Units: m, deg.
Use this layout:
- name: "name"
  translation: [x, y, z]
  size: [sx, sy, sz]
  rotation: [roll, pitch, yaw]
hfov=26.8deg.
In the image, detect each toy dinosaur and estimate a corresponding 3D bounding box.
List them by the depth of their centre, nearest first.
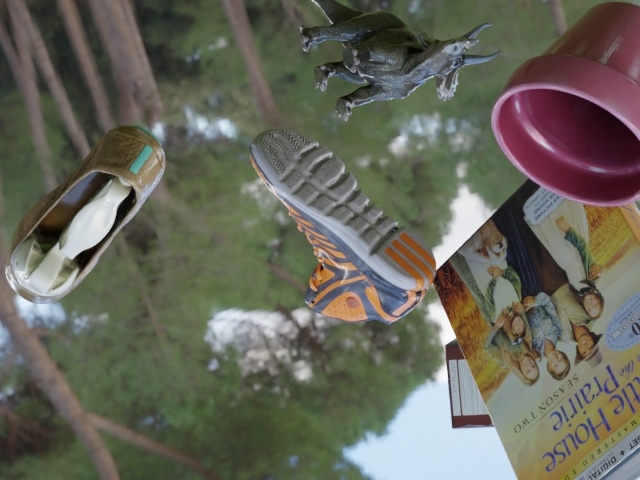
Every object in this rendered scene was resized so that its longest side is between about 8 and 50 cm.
- name: "toy dinosaur"
  translation: [0.072, -0.237, 1.703]
  size: [0.160, 0.121, 0.313]
  rotation: [-15, -152, -26]

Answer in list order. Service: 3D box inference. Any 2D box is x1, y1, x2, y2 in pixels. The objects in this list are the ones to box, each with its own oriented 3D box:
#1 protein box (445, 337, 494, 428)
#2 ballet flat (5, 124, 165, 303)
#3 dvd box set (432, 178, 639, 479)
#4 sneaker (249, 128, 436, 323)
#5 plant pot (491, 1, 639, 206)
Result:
- name: "protein box"
  translation: [0.318, 0.217, 2.163]
  size: [0.201, 0.136, 0.200]
  rotation: [-4, 180, 14]
- name: "ballet flat"
  translation: [-0.316, -0.006, 1.714]
  size: [0.342, 0.116, 0.124]
  rotation: [-42, -160, 31]
- name: "dvd box set"
  translation: [0.318, 0.113, 1.711]
  size: [0.307, 0.062, 0.420]
  rotation: [-46, -136, 29]
- name: "sneaker"
  translation: [0.000, 0.000, 1.881]
  size: [0.124, 0.321, 0.180]
  rotation: [-34, 165, -43]
- name: "plant pot"
  translation: [0.326, -0.170, 1.558]
  size: [0.201, 0.201, 0.180]
  rotation: [0, -131, 47]
